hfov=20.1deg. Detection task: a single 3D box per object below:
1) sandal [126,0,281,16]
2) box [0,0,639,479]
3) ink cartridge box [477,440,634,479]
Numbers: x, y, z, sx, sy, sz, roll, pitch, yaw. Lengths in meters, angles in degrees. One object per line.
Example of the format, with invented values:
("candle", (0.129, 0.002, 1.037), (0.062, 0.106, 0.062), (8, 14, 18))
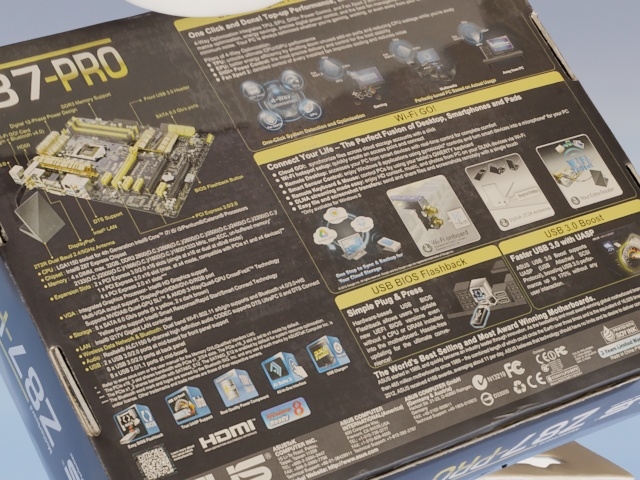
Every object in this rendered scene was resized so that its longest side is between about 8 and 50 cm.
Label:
("sandal", (-0.067, -0.229, 1.071), (0.169, 0.102, 0.416), (9, -141, -7))
("box", (0.000, 0.000, 1.043), (0.395, 0.318, 0.097), (-18, 158, -28))
("ink cartridge box", (0.081, 0.196, 1.597), (0.207, 0.119, 0.353), (6, -169, -36))
